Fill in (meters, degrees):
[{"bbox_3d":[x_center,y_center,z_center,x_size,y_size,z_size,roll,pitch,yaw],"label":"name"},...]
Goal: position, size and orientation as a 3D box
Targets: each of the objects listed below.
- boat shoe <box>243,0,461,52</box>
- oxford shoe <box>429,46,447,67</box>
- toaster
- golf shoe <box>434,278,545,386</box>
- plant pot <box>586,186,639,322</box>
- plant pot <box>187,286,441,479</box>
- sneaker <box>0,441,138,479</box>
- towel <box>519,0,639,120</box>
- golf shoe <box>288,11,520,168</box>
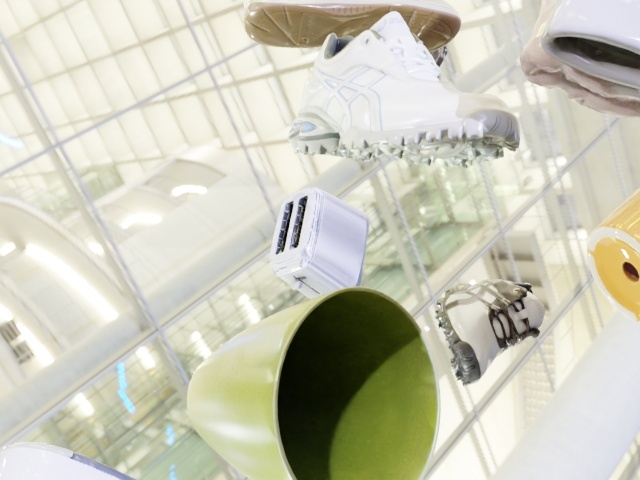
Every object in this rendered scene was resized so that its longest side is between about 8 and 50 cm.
[{"bbox_3d":[0.043,-0.300,0.953,0.105,0.285,0.089,122,-35,-59],"label":"boat shoe"},{"bbox_3d":[0.176,-0.335,1.275,0.083,0.096,0.227,53,-24,14],"label":"oxford shoe"},{"bbox_3d":[0.000,0.000,1.401,0.146,0.227,0.129,31,-31,-35],"label":"toaster"},{"bbox_3d":[0.164,0.073,0.708,0.093,0.198,0.077,-16,-81,18],"label":"golf shoe"},{"bbox_3d":[0.429,0.001,0.877,0.205,0.187,0.205,56,-16,25],"label":"plant pot"},{"bbox_3d":[-0.041,0.213,0.991,0.293,0.274,0.275,-13,-69,48],"label":"plant pot"},{"bbox_3d":[-0.053,0.196,0.290,0.226,0.163,0.086,24,-44,-10],"label":"sneaker"},{"bbox_3d":[0.289,-0.149,0.328,0.331,0.317,0.053,22,-18,8],"label":"towel"},{"bbox_3d":[0.038,-0.084,0.405,0.176,0.069,0.086,16,-80,56],"label":"golf shoe"}]
